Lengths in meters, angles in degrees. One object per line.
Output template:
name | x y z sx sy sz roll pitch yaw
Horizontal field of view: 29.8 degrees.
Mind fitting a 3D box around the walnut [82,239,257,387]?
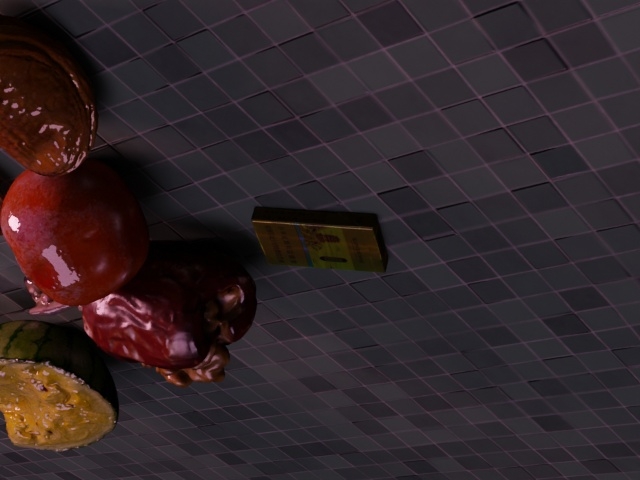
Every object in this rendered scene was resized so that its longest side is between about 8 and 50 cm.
walnut | -0.237 0.126 1.926 0.269 0.244 0.221 12 -161 43

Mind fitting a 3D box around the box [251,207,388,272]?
box | 0.000 0.000 1.847 0.193 0.030 0.121 3 146 16

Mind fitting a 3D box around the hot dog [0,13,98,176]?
hot dog | -0.411 -0.199 1.620 0.196 0.122 0.272 -6 147 32

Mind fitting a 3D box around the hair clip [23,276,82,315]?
hair clip | -0.397 0.112 2.139 0.300 0.069 0.173 3 146 17

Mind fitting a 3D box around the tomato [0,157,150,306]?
tomato | -0.357 -0.020 1.777 0.188 0.232 0.232 -32 136 4

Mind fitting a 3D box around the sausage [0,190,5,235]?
sausage | -0.590 -0.077 1.875 0.136 0.120 0.241 -3 147 45

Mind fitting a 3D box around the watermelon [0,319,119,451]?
watermelon | -0.542 0.253 2.310 0.331 0.189 0.331 -2 144 -2
